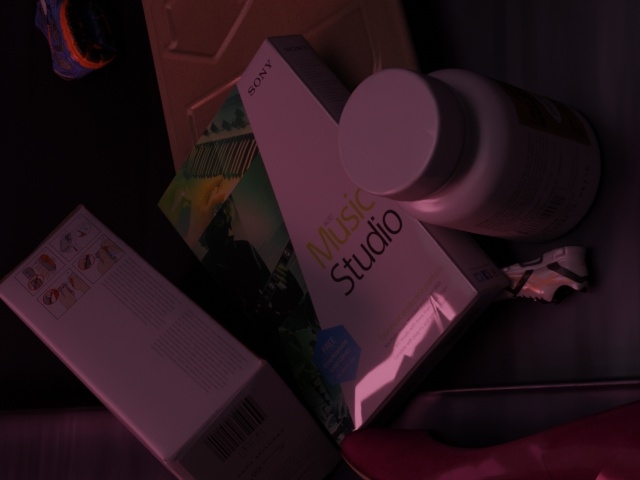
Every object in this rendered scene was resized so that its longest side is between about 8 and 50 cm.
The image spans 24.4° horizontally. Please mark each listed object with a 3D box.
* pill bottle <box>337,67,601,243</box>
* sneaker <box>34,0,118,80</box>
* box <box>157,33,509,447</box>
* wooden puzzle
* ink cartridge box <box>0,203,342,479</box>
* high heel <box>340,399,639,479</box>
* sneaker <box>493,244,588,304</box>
[{"bbox_3d":[0.124,-0.073,1.240,0.131,0.229,0.131,-7,79,40],"label":"pill bottle"},{"bbox_3d":[-0.308,-0.286,1.750,0.087,0.083,0.221,-37,58,41],"label":"sneaker"},{"bbox_3d":[0.000,0.000,1.385,0.322,0.058,0.232,52,126,21],"label":"box"},{"bbox_3d":[-0.035,-0.194,1.504,0.322,0.080,0.348,-27,72,36],"label":"wooden puzzle"},{"bbox_3d":[-0.139,0.147,1.475,0.130,0.272,0.309,-45,52,-10],"label":"ink cartridge box"},{"bbox_3d":[0.185,0.170,1.248,0.377,0.127,0.181,14,80,38],"label":"high heel"},{"bbox_3d":[0.186,0.039,1.297,0.109,0.040,0.044,-23,72,37],"label":"sneaker"}]
